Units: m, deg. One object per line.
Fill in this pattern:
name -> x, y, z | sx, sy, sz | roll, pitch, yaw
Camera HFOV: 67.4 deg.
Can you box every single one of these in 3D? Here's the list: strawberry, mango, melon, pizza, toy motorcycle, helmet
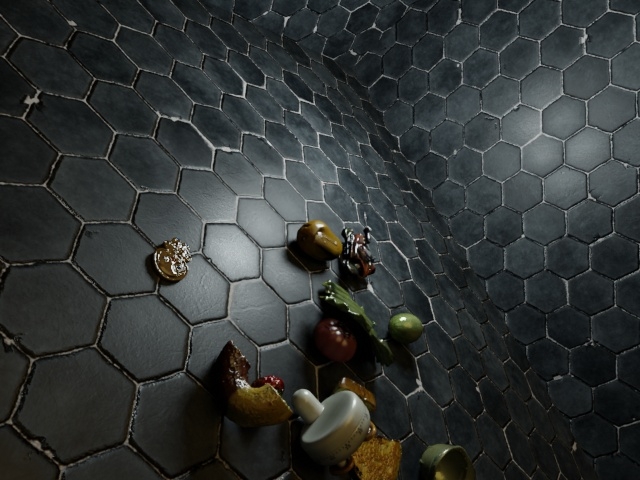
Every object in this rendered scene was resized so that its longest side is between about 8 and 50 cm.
strawberry -> -0.163, 0.457, 1.468 | 0.106, 0.106, 0.106 | 32, 37, -28
mango -> 0.000, 0.000, 2.076 | 0.248, 0.156, 0.151 | 22, 7, -40
melon -> 0.389, 0.399, 2.177 | 0.192, 0.139, 0.139 | 16, 47, -38
pizza -> 0.154, 0.723, 1.627 | 0.296, 0.071, 0.189 | 31, 50, -25
toy motorcycle -> 0.182, 0.031, 2.285 | 0.207, 0.134, 0.401 | 30, 40, -32
helmet -> 0.455, 0.861, 1.813 | 0.204, 0.137, 0.258 | -47, 119, -21

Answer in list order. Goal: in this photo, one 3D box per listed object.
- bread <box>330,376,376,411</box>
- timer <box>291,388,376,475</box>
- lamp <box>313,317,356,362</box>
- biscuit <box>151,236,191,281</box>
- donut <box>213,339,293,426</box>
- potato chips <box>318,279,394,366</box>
bread -> 0.112, 0.555, 1.708 | 0.187, 0.103, 0.065 | 33, 37, -24
timer -> 0.029, 0.560, 1.481 | 0.240, 0.233, 0.233 | 51, 32, -8
lamp -> 0.048, 0.376, 1.783 | 0.182, 0.140, 0.182 | 39, 15, -12
biscuit -> -0.472, 0.057, 1.534 | 0.124, 0.026, 0.175 | 37, 35, -23
donut -> -0.228, 0.418, 1.366 | 0.151, 0.112, 0.295 | -36, 63, -28
potato chips -> 0.149, 0.329, 1.925 | 0.389, 0.097, 0.373 | 50, 3, -8
